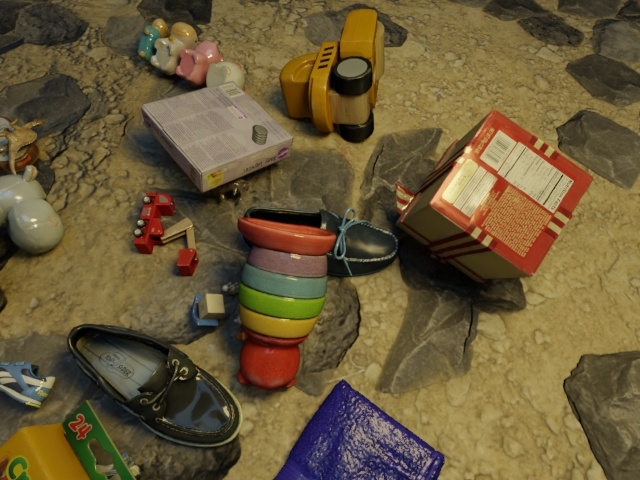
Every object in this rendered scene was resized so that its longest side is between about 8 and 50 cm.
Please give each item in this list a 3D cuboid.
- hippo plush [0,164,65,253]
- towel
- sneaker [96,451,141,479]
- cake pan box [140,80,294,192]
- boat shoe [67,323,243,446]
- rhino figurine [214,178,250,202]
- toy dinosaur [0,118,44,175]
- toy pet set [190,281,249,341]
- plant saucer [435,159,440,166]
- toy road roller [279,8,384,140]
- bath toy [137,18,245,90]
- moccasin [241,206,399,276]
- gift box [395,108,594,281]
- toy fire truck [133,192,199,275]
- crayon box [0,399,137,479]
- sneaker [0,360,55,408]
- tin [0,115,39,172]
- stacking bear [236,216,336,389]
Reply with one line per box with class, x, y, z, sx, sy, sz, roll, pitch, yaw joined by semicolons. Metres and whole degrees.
hippo plush;-0.668;-0.027;0.808;0.294;0.234;0.236;47;35;6
towel;0.038;0.407;0.637;0.227;0.076;0.308;33;62;14
sneaker;-0.357;0.387;0.642;0.135;0.052;0.058;-22;52;-24
cake pan box;-0.239;-0.256;0.944;0.245;0.070;0.267;-31;66;-33
boat shoe;-0.288;0.235;0.695;0.340;0.113;0.127;30;61;14
rhino figurine;-0.244;-0.174;0.968;0.106;0.073;0.243;-24;61;-25
toy dinosaur;-0.711;-0.232;0.943;0.092;0.053;0.183;5;59;-3
toy pet set;-0.188;0.146;0.802;0.114;0.065;0.122;10;54;-40
plant saucer;0.376;-0.137;1.014;0.200;0.037;0.200;2;58;-3
toy road roller;0.035;-0.437;1.083;0.240;0.202;0.330;7;59;13
bath toy;-0.340;-0.498;1.137;0.348;0.129;0.151;33;106;17
moccasin;0.000;0.000;0.856;0.342;0.117;0.138;3;59;-2
gift box;0.312;-0.090;0.821;0.276;0.258;0.255;40;83;3
toy fire truck;-0.327;-0.019;0.885;0.135;0.047;0.192;2;58;-4
crayon box;-0.419;0.407;0.553;0.318;0.081;0.202;-44;70;-9
sneaker;-0.534;0.237;0.714;0.144;0.053;0.059;28;61;3
tin;-0.773;-0.238;0.993;0.189;0.040;0.106;36;59;17
stacking bear;-0.074;0.119;0.720;0.175;0.164;0.289;8;97;-20
